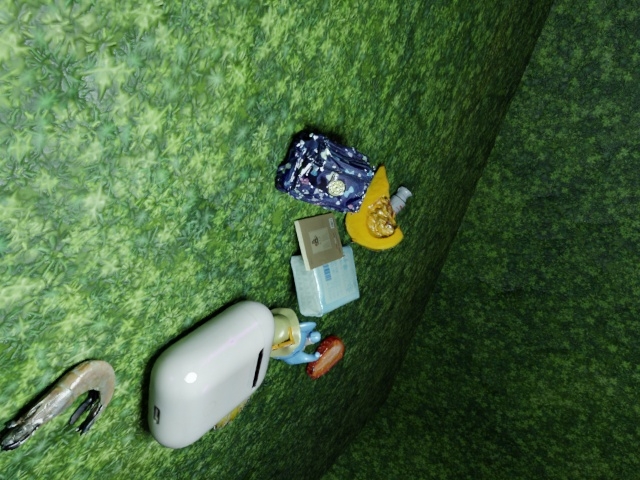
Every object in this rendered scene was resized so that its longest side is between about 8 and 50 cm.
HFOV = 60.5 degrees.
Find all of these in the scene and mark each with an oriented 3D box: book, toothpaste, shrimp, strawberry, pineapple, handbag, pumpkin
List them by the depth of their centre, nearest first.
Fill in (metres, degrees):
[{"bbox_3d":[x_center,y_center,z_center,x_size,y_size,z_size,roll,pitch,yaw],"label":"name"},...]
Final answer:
[{"bbox_3d":[-0.463,0.309,0.985,0.219,0.046,0.152,-40,147,-41],"label":"shrimp"},{"bbox_3d":[0.020,-0.157,1.298,0.260,0.113,0.161,16,102,-41],"label":"handbag"},{"bbox_3d":[0.000,0.000,1.517,0.199,0.016,0.138,-16,93,-59],"label":"book"},{"bbox_3d":[-0.266,0.447,1.567,0.221,0.047,0.221,-45,150,-36],"label":"pineapple"},{"bbox_3d":[0.151,-0.084,1.722,0.111,0.163,0.278,80,-1,-74],"label":"pumpkin"},{"bbox_3d":[0.235,-0.089,1.965,0.234,0.057,0.089,-50,159,-4],"label":"toothpaste"},{"bbox_3d":[0.009,0.438,2.097,0.188,0.082,0.121,-42,133,-17],"label":"strawberry"}]

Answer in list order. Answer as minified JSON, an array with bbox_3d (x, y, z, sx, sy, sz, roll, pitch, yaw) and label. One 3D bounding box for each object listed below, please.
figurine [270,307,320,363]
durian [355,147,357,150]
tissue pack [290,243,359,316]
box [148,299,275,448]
[{"bbox_3d":[-0.089,0.274,1.571,0.262,0.180,0.153,26,74,-60],"label":"figurine"},{"bbox_3d":[0.061,-0.180,1.434,0.071,0.110,0.140,-12,131,-30],"label":"durian"},{"bbox_3d":[0.018,0.113,1.615,0.263,0.089,0.177,-13,94,-63],"label":"tissue pack"},{"bbox_3d":[-0.252,0.312,1.301,0.349,0.141,0.288,-33,144,-48],"label":"box"}]
